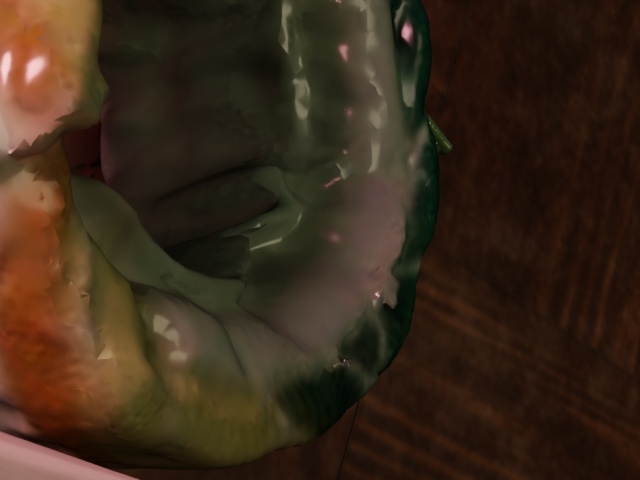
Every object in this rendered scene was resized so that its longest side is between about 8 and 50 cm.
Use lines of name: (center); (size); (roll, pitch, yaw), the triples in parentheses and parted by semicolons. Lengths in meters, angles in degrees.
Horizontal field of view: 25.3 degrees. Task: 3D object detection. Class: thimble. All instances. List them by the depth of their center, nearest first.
thimble: (-0.079, -0.048, 0.500); (0.288, 0.167, 0.254); (-27, 107, -60)

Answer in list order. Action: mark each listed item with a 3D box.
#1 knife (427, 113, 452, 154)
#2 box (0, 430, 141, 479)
knife: (0.001, 0.000, 0.707); (0.054, 0.015, 0.212); (54, 54, -22)
box: (-0.197, 0.080, 0.350); (0.203, 0.274, 0.116); (27, 70, -36)
